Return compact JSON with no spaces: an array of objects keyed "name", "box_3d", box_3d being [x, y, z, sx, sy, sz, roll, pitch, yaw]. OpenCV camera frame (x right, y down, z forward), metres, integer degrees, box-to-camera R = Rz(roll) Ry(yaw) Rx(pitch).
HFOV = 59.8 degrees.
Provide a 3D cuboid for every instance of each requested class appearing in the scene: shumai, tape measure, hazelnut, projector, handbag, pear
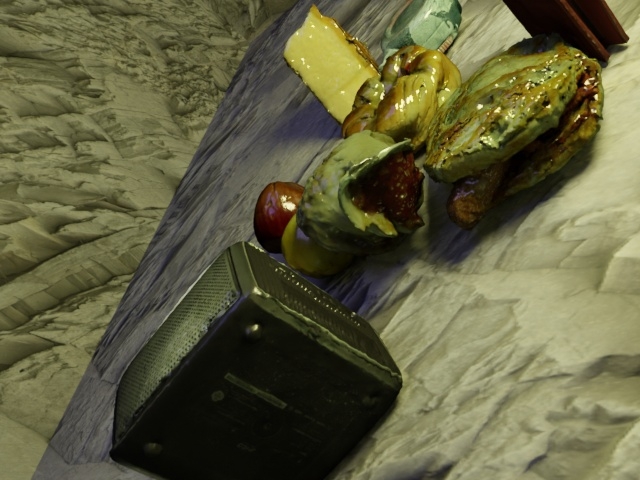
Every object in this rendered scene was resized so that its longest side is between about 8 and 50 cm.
[{"name":"shumai","box_3d":[0.110,-0.144,1.204,0.288,0.292,0.329,89,-154,-61]},{"name":"tape measure","box_3d":[0.300,-0.632,1.684,0.275,0.147,0.256,-38,30,36]},{"name":"hazelnut","box_3d":[-0.101,-0.068,1.596,0.229,0.229,0.229,-37,32,29]},{"name":"projector","box_3d":[-0.115,0.271,1.042,0.405,0.395,0.242,-49,27,9]},{"name":"handbag","box_3d":[0.462,-0.489,1.135,0.084,0.276,0.260,-49,27,12]},{"name":"pear","box_3d":[0.000,0.000,1.392,0.200,0.200,0.200,-37,32,29]}]

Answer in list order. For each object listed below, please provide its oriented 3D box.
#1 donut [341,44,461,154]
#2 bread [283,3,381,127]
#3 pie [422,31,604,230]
[{"name":"donut","box_3d":[0.211,-0.366,1.500,0.360,0.170,0.360,-40,30,29]},{"name":"bread","box_3d":[0.060,-0.545,1.798,0.248,0.315,0.279,-45,39,19]},{"name":"pie","box_3d":[0.362,-0.257,1.142,0.395,0.180,0.418,-41,24,27]}]
